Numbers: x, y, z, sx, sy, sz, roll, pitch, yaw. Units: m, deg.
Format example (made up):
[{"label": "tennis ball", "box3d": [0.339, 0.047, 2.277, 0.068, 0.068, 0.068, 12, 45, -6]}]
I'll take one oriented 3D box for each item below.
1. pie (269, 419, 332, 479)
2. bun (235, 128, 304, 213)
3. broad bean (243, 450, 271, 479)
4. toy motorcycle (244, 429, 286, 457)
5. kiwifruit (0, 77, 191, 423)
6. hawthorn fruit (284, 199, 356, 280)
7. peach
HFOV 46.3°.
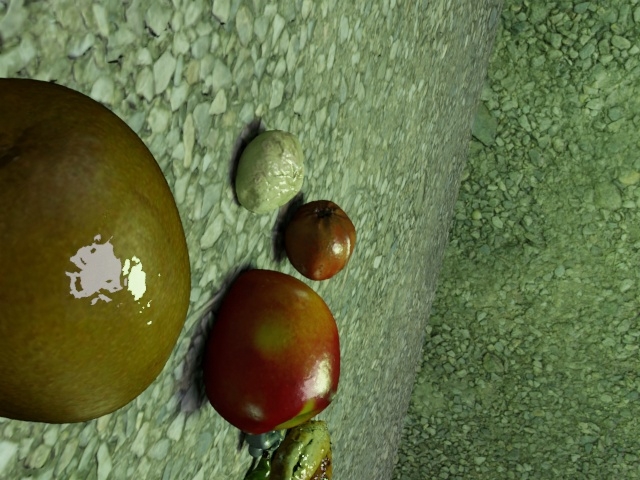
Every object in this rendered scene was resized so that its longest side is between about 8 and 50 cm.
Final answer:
[{"label": "pie", "box3d": [-0.044, 0.500, 1.552, 0.308, 0.086, 0.308, 17, 90, -72]}, {"label": "bun", "box3d": [-0.059, -0.086, 0.965, 0.115, 0.069, 0.115, 18, 90, -72]}, {"label": "broad bean", "box3d": [-0.128, 0.445, 1.299, 0.195, 0.046, 0.061, -59, 147, -51]}, {"label": "toy motorcycle", "box3d": [-0.089, 0.304, 1.267, 0.124, 0.061, 0.193, -61, 161, -29]}, {"label": "kiwifruit", "box3d": [-0.180, 0.017, 0.479, 0.234, 0.196, 0.196, 91, 22, -59]}, {"label": "hawthorn fruit", "box3d": [0.000, 0.000, 1.167, 0.128, 0.128, 0.128, 17, 90, -73]}, {"label": "peach", "box3d": [-0.076, 0.149, 1.046, 0.190, 0.226, 0.196, -2, 151, -39]}]
